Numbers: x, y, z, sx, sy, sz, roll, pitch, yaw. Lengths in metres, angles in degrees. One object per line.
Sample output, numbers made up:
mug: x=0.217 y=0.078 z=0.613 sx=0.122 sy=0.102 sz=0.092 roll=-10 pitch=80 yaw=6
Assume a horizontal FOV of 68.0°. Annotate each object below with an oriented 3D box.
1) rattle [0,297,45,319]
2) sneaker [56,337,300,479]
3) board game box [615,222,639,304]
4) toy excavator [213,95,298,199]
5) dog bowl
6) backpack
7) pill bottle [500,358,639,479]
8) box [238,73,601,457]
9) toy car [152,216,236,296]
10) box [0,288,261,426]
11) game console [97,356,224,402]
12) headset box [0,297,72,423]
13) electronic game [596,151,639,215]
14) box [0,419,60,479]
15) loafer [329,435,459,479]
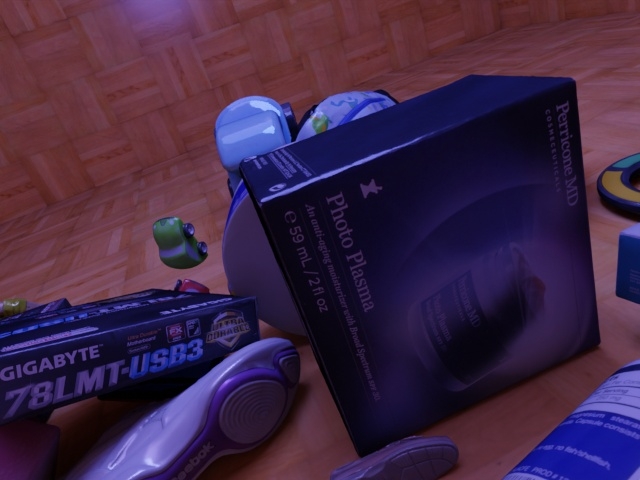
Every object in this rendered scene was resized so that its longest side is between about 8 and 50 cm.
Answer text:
rattle: x=-0.668 y=0.212 z=1.009 sx=0.199 sy=0.143 sz=0.130 roll=-27 pitch=-12 yaw=22
sneaker: x=-0.157 y=0.202 z=0.534 sx=0.305 sy=0.114 sz=0.152 roll=-35 pitch=29 yaw=-31
board game box: x=0.504 y=0.004 z=0.436 sx=0.336 sy=0.079 sz=0.254 roll=-20 pitch=23 yaw=-21
toy excavator: x=-0.141 y=-0.157 z=1.110 sx=0.222 sy=0.433 sz=0.445 roll=-18 pitch=-4 yaw=4
dog bowl: x=0.000 y=0.000 z=0.662 sx=0.265 sy=0.265 sz=0.104 roll=-17 pitch=26 yaw=5
backpack: x=0.048 y=-0.140 z=0.886 sx=0.290 sy=0.273 sz=0.355 roll=-55 pitch=-19 yaw=20
pill bottle: x=0.215 y=0.165 z=0.284 sx=0.264 sy=0.153 sz=0.153 roll=-30 pitch=26 yaw=-21
box: x=0.108 y=0.014 z=0.510 sx=0.294 sy=0.296 sz=0.183 roll=-23 pitch=24 yaw=-7
toy car: x=-0.201 y=0.055 z=0.774 sx=0.239 sy=0.225 sz=0.053 roll=-11 pitch=45 yaw=18
box: x=-0.278 y=0.122 z=0.598 sx=0.295 sy=0.073 sz=0.293 roll=-10 pitch=2 yaw=-43
game console: x=-0.218 y=0.174 z=0.668 sx=0.144 sy=0.085 sz=0.124 roll=-8 pitch=-10 yaw=25
headset box: x=-0.544 y=0.224 z=0.788 sx=0.293 sy=0.110 sz=0.218 roll=-19 pitch=24 yaw=3
electronic game: x=0.547 y=-0.095 z=0.713 sx=0.229 sy=0.048 sz=0.229 roll=-17 pitch=24 yaw=8
box: x=-0.350 y=0.288 z=0.416 sx=0.127 sy=0.149 sz=0.232 roll=17 pitch=24 yaw=-10
loafer: x=0.065 y=0.209 z=0.445 sx=0.125 sy=0.045 sz=0.039 roll=-23 pitch=17 yaw=-1
